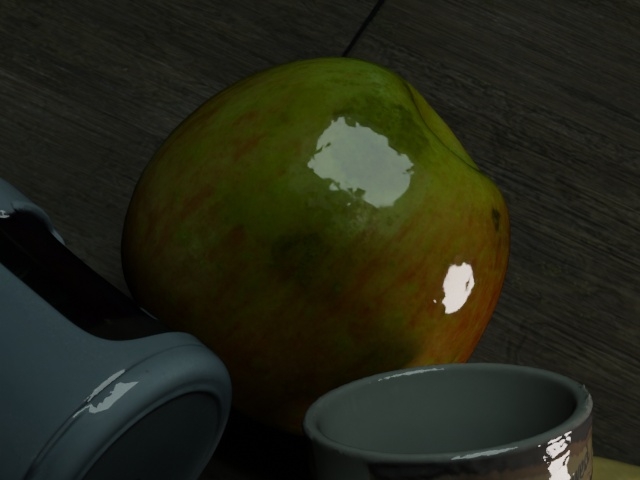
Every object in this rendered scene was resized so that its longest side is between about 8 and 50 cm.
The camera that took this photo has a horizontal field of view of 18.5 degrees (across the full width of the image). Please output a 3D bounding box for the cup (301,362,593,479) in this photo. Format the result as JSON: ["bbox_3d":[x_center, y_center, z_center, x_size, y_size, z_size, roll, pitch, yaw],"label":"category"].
[{"bbox_3d":[0.079,0.254,1.509,0.301,0.257,0.227,-14,13,-37],"label":"cup"}]

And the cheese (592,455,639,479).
[{"bbox_3d":[0.242,0.277,1.713,0.226,0.117,0.214,-5,42,-33],"label":"cheese"}]

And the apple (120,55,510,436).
[{"bbox_3d":[0.000,0.000,1.734,0.339,0.340,0.340,11,42,-10],"label":"apple"}]

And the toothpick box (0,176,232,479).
[{"bbox_3d":[-0.279,0.099,1.616,0.354,0.263,0.263,39,44,22],"label":"toothpick box"}]
